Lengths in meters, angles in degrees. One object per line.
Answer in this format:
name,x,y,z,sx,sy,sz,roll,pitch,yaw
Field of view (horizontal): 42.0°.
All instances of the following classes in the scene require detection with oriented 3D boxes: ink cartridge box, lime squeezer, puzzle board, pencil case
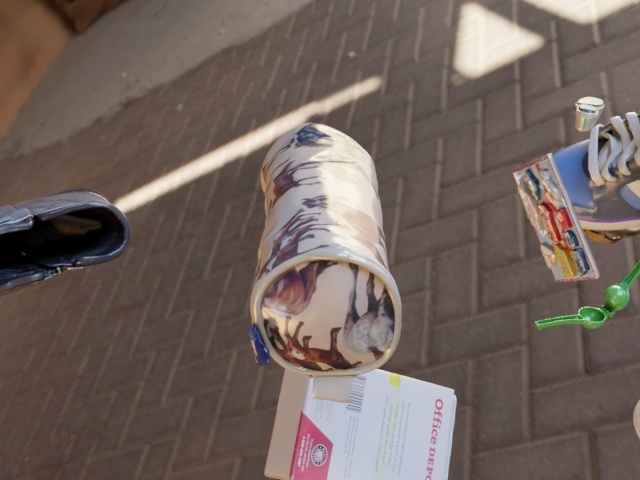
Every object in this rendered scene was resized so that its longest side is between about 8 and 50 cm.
ink cartridge box,0.097,0.440,1.905,0.160,0.384,0.279,-25,51,61
lime squeezer,0.588,0.117,1.747,0.310,0.110,0.059,-34,22,-2
puzzle board,0.233,-0.019,0.841,0.011,0.128,0.096,-20,-2,-10
pencil case,0.000,0.000,1.007,0.410,0.159,0.184,-93,16,-63

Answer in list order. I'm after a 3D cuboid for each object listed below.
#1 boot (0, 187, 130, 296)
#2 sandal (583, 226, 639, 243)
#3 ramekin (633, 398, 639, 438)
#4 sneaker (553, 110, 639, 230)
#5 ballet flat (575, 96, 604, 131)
boot,-0.374,0.021,0.886,0.338,0.118,0.222,-25,11,-10
sandal,0.419,-0.030,1.251,0.219,0.090,0.060,-71,3,-76
ramekin,0.644,0.269,1.293,0.277,0.135,0.277,7,26,-4
sneaker,0.364,-0.126,0.883,0.322,0.236,0.130,-3,57,27
ballet flat,0.540,-0.255,1.698,0.057,0.052,0.168,15,23,21
